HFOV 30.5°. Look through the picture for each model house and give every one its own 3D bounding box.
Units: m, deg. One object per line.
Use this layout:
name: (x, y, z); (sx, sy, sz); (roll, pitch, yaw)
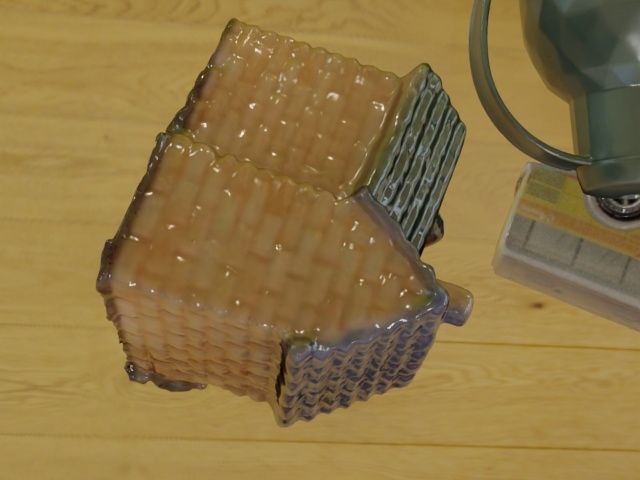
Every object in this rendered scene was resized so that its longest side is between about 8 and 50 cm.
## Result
model house: (0.000, 0.000, 0.625); (0.172, 0.166, 0.182); (16, 67, 7)

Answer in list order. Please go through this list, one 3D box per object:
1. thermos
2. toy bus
thermos: (0.189, -0.171, 0.784); (0.182, 0.145, 0.286); (0, 83, -12)
toy bus: (0.266, 0.025, 0.887); (0.268, 0.092, 0.106); (22, 77, 9)
